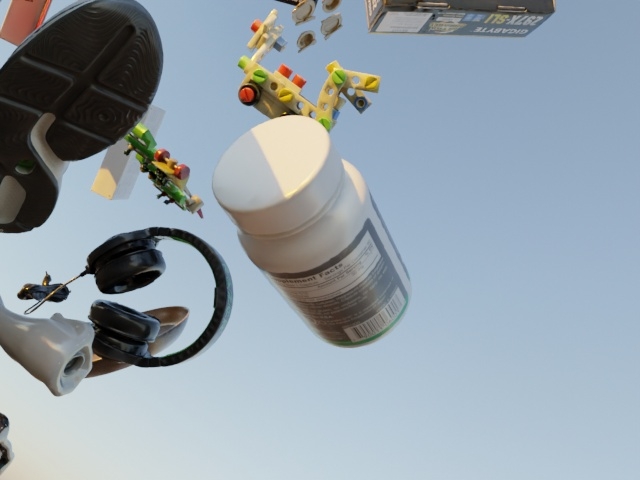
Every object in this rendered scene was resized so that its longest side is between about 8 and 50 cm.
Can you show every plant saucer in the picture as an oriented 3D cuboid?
[{"bbox_3d":[-0.431,0.223,1.168,0.310,0.310,0.050,-6,-77,44],"label":"plant saucer"}]

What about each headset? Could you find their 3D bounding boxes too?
[{"bbox_3d":[-0.351,0.103,0.983,0.394,0.244,0.185,1,-10,5],"label":"headset"}]

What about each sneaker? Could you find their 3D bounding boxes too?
[{"bbox_3d":[-0.391,-0.227,0.764,0.447,0.258,0.169,-35,-36,30],"label":"sneaker"}]

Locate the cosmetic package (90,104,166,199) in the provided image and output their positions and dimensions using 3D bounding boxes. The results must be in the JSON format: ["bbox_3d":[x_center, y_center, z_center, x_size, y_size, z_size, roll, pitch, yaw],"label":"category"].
[{"bbox_3d":[-0.452,-0.215,1.265,0.060,0.239,0.099,25,5,-1],"label":"cosmetic package"}]

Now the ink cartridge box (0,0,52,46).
[{"bbox_3d":[-0.550,-0.507,1.052,0.066,0.261,0.296,22,-58,-32],"label":"ink cartridge box"}]

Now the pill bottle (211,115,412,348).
[{"bbox_3d":[0.000,0.000,0.822,0.204,0.204,0.361,10,-31,33],"label":"pill bottle"}]

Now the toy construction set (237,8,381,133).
[{"bbox_3d":[-0.050,-0.348,1.155,0.327,0.151,0.215,40,-73,10],"label":"toy construction set"}]

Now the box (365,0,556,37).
[{"bbox_3d":[0.179,-0.454,0.749,0.079,0.257,0.322,154,-69,-76],"label":"box"}]

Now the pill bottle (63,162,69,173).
[{"bbox_3d":[-0.666,-0.190,1.049,0.322,0.181,0.182,0,-50,20],"label":"pill bottle"}]

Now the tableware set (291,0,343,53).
[{"bbox_3d":[-0.004,-0.538,1.310,0.020,0.141,0.169,57,-9,17],"label":"tableware set"}]

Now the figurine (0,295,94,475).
[{"bbox_3d":[-0.414,0.147,0.634,0.209,0.215,0.092,29,-35,8],"label":"figurine"}]

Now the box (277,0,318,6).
[{"bbox_3d":[-0.180,-0.685,1.318,0.296,0.293,0.073,60,-42,39],"label":"box"}]

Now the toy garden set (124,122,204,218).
[{"bbox_3d":[-0.305,-0.120,1.027,0.203,0.049,0.244,37,-20,24],"label":"toy garden set"}]
